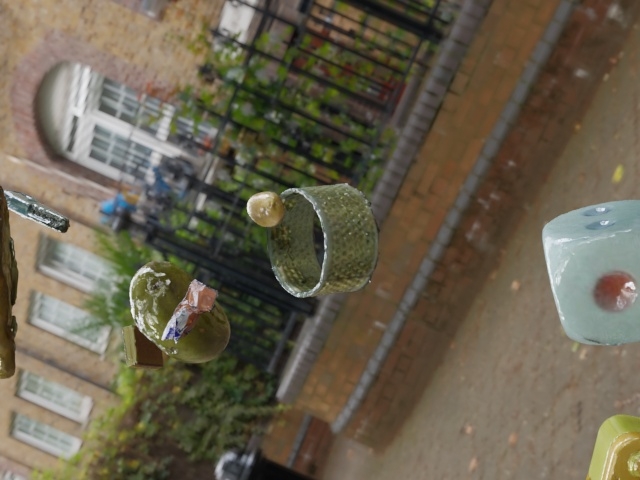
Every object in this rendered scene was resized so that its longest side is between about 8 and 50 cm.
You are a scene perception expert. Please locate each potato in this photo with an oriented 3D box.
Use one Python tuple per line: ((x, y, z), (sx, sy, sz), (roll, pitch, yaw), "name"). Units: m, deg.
((-0.281, 0.145, 1.973), (0.228, 0.148, 0.197), (39, -147, -66), "potato")
((-0.093, -0.056, 1.770), (0.062, 0.068, 0.083), (-65, 17, -5), "potato")

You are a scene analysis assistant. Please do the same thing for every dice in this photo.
((0.662, 0.069, 2.283), (0.262, 0.265, 0.268), (-58, -48, -69), "dice")

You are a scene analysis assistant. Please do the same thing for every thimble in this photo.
((0.000, 0.000, 2.348), (0.271, 0.150, 0.271), (13, 106, 54), "thimble")

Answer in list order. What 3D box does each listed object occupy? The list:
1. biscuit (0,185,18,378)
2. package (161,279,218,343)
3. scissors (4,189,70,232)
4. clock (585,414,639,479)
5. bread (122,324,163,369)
((-0.574, 0.056, 1.764), (0.335, 0.078, 0.329), (-137, 47, -68), "biscuit")
((-0.208, 0.116, 1.584), (0.110, 0.033, 0.077), (-56, 23, -16), "package")
((-0.574, -0.064, 1.966), (0.138, 0.289, 0.041), (16, -85, -48), "scissors")
((0.368, 0.308, 1.121), (0.096, 0.143, 0.202), (-85, 5, -79), "clock")
((-0.381, 0.231, 2.156), (0.094, 0.035, 0.090), (21, -126, -60), "bread")
